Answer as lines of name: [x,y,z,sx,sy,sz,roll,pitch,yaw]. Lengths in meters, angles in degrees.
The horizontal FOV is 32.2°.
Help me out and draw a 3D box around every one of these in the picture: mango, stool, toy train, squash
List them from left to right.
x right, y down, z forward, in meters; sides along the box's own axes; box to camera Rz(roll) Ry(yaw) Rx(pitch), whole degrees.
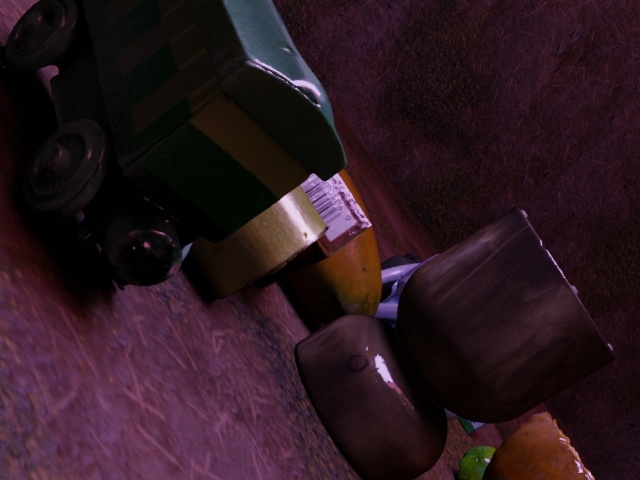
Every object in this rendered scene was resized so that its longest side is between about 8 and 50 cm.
toy train: [-0.112,-0.109,0.767,0.120,0.202,0.300,42,17,-43]
squash: [-0.086,-0.052,0.963,0.186,0.123,0.123,58,9,1]
mango: [0.000,-0.002,1.248,0.221,0.120,0.151,64,12,-3]
stool: [0.133,0.108,1.100,0.179,0.264,0.179,56,9,-14]
mango: [0.256,0.345,1.469,0.178,0.100,0.119,50,11,2]

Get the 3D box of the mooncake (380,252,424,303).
mooncake: [0.131,0.082,1.686,0.175,0.104,0.168,43,20,-49]

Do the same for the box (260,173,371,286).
box: [-0.068,-0.081,1.078,0.239,0.074,0.153,57,-25,-3]

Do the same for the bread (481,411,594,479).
bread: [0.269,0.373,1.203,0.340,0.179,0.194,59,7,28]

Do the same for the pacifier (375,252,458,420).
pacifier: [0.154,0.138,1.493,0.287,0.239,0.225,-33,125,-61]

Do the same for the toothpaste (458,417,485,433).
toothpaste: [0.199,0.190,1.834,0.266,0.050,0.065,60,7,14]
